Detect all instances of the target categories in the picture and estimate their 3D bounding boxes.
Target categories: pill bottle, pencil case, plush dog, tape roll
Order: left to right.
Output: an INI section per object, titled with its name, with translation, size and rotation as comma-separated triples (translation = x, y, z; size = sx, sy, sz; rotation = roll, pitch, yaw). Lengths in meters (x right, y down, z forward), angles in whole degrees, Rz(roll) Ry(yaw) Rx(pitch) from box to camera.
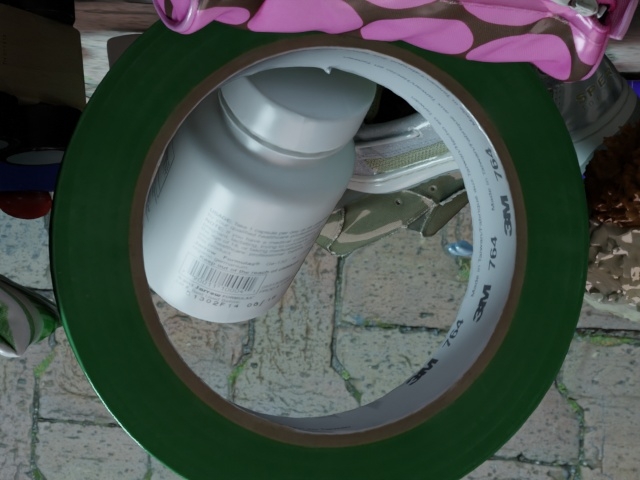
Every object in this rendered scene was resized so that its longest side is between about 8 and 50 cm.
[pill bottle]
translation = -0.048, -0.052, 0.916
size = 0.131, 0.131, 0.229
rotation = 4, 143, -23
[tape roll]
translation = 0.000, 0.000, 0.756
size = 0.321, 0.321, 0.077
rotation = 4, 179, -13
[pencil case]
translation = 0.030, -0.121, 0.552
size = 0.209, 0.095, 0.098
rotation = 3, -151, -13
[plush dog]
translation = 0.267, 0.000, 0.820
size = 0.225, 0.211, 0.262
rotation = -1, 151, 3

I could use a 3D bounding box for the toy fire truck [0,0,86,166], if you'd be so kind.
[toy fire truck]
translation = -0.297, -0.118, 0.773
size = 0.246, 0.159, 0.217
rotation = -9, 173, 27

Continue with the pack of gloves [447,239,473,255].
[pack of gloves]
translation = 0.236, -0.021, 1.154
size = 0.195, 0.046, 0.232
rotation = -11, 175, 32

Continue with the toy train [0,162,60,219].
[toy train]
translation = -0.238, -0.090, 0.989
size = 0.248, 0.105, 0.143
rotation = 0, -155, -31

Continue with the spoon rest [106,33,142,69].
[spoon rest]
translation = -0.088, -0.104, 1.088
size = 0.084, 0.137, 0.276
rotation = -15, 161, 13

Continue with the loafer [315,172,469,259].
[loafer]
translation = 0.090, -0.059, 1.052
size = 0.251, 0.087, 0.094
rotation = -20, -144, 12

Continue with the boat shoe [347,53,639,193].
[boat shoe]
translation = 0.086, -0.107, 0.934
size = 0.320, 0.118, 0.103
rotation = 6, 137, 51

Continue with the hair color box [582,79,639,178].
[hair color box]
translation = 0.149, -0.089, 1.166
size = 0.338, 0.110, 0.185
rotation = 1, 180, 19

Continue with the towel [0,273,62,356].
[towel]
translation = -0.278, 0.004, 0.794
size = 0.248, 0.038, 0.325
rotation = 28, 173, -8
